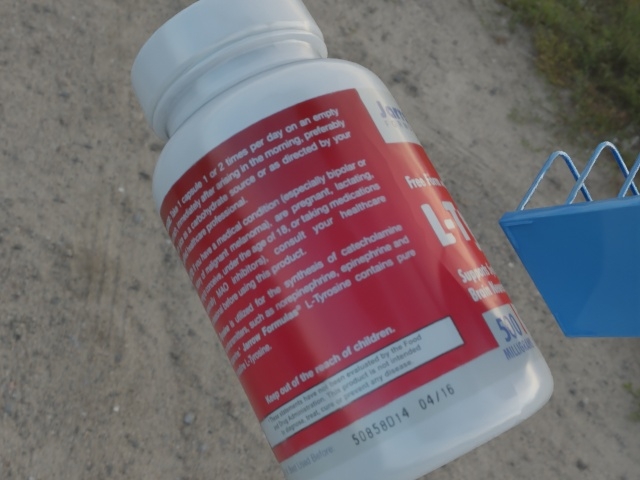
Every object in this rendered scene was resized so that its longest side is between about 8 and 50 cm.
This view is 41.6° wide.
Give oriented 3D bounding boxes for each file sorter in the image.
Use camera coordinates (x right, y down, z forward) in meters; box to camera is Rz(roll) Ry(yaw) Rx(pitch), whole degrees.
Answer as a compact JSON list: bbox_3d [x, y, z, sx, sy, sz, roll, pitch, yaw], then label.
[{"bbox_3d":[0.240,-0.010,0.588,0.118,0.170,0.104,54,54,-24],"label":"file sorter"}]

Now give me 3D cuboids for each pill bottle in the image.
[{"bbox_3d":[0.000,0.000,0.716,0.229,0.229,0.407,-17,73,-40],"label":"pill bottle"}]
